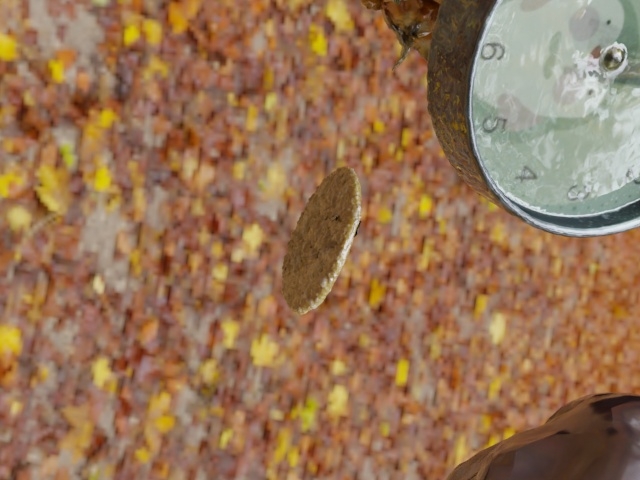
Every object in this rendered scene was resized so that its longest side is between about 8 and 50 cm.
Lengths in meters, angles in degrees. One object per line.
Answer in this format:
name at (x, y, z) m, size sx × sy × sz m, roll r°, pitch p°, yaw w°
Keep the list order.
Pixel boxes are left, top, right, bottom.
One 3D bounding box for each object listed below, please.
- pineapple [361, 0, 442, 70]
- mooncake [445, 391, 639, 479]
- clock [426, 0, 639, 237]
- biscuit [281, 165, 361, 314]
pineapple at (0.167, -0.273, 1.173) m, size 0.344 × 0.286 × 0.209 m, roll 23°, pitch 64°, yaw -39°
mooncake at (0.181, 0.252, 0.677) m, size 0.212 × 0.381 × 0.350 m, roll 109°, pitch -17°, yaw -82°
clock at (0.244, -0.153, 1.142) m, size 0.319 × 0.066 × 0.319 m, roll -11°, pitch 119°, yaw -21°
biscuit at (0.001, 0.000, 1.911) m, size 0.220 × 0.033 × 0.220 m, roll -52°, pitch -154°, yaw 39°
